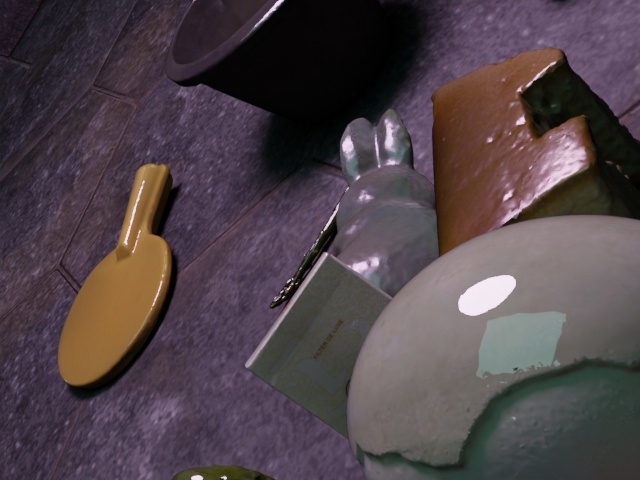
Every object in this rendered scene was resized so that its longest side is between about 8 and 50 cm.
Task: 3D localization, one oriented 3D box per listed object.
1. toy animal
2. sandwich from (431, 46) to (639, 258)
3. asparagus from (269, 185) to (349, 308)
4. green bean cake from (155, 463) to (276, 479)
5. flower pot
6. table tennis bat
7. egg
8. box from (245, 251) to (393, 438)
[{"bbox_3d":[0.062,-0.001,0.737,0.251,0.127,0.125,-86,6,-48],"label":"toy animal"},{"bbox_3d":[0.148,-0.055,0.656,0.128,0.122,0.236,-37,33,29],"label":"sandwich"},{"bbox_3d":[0.000,0.000,0.913,0.016,0.016,0.163,25,78,33],"label":"asparagus"},{"bbox_3d":[-0.045,0.247,0.470,0.247,0.250,0.156,-31,35,31],"label":"green bean cake"},{"bbox_3d":[-0.029,-0.238,1.061,0.269,0.166,0.269,-36,31,25],"label":"flower pot"},{"bbox_3d":[-0.242,0.036,1.180,0.198,0.050,0.321,-23,44,40],"label":"table tennis bat"},{"bbox_3d":[0.123,0.075,0.483,0.217,0.183,0.183,-41,28,50],"label":"egg"},{"bbox_3d":[0.045,0.091,0.603,0.090,0.167,0.024,-55,4,-4],"label":"box"}]
